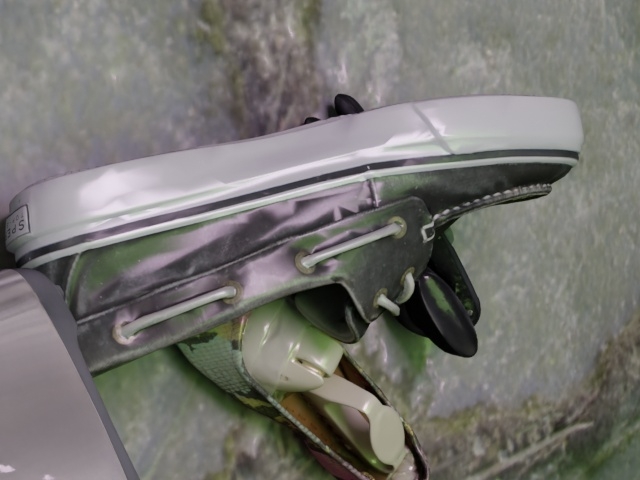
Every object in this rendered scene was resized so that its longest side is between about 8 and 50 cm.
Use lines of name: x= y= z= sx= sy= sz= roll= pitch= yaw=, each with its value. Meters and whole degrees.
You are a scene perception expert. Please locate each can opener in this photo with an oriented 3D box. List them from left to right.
can opener: x=0.051 y=-0.011 z=0.888 sx=0.059 sy=0.073 sz=0.186 roll=-36 pitch=108 yaw=-23

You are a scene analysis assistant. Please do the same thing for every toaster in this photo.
toaster: x=-0.172 y=0.112 z=0.640 sx=0.146 sy=0.129 sz=0.227 roll=-16 pitch=72 yaw=-35

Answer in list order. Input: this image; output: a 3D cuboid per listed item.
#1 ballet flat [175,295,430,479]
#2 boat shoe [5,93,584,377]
ballet flat: x=-0.002 y=0.084 z=0.837 sx=0.221 sy=0.079 sz=0.077 roll=47 pitch=66 yaw=-33
boat shoe: x=0.000 y=0.000 z=0.772 sx=0.335 sy=0.121 sz=0.119 roll=-14 pitch=86 yaw=-18
